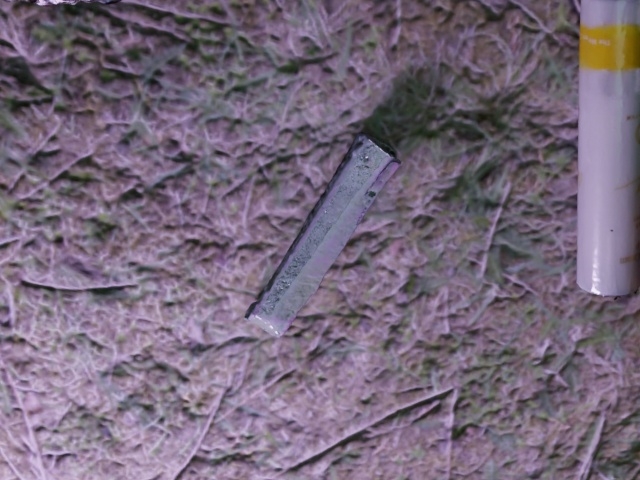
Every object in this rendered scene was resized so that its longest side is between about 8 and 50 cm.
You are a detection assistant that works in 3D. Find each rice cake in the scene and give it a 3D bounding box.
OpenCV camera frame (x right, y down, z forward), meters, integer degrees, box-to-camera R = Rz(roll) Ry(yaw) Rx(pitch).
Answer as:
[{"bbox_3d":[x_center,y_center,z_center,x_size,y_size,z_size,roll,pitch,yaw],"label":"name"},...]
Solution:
[{"bbox_3d":[0.000,0.000,0.884,0.043,0.034,0.211,29,108,-11],"label":"rice cake"}]

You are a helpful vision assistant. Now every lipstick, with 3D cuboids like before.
[{"bbox_3d":[0.250,-0.080,0.854,0.059,0.059,0.263,-5,112,-1],"label":"lipstick"}]

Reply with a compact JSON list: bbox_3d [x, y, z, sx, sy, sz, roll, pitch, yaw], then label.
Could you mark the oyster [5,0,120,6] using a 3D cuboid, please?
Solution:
[{"bbox_3d":[-0.130,-0.295,0.713,0.351,0.158,0.162,-35,152,3],"label":"oyster"}]
